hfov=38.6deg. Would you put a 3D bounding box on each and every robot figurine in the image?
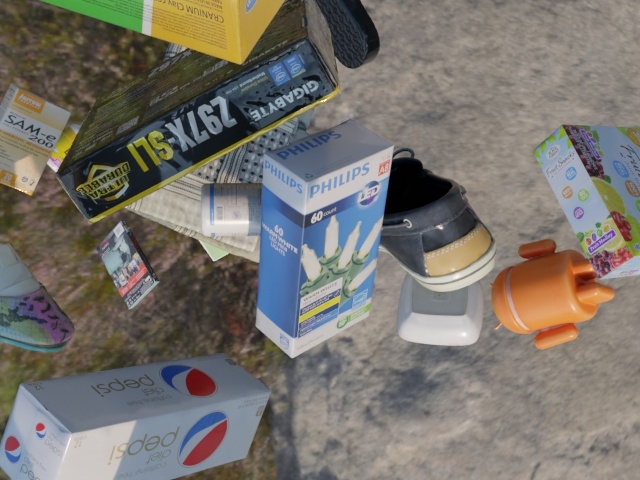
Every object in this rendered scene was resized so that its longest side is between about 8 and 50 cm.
[{"bbox_3d":[0.389,0.088,1.576,0.219,0.128,0.158,-20,107,38],"label":"robot figurine"}]

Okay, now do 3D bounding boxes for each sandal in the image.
[{"bbox_3d":[-0.001,-0.559,1.841,0.445,0.107,0.168,61,153,-6],"label":"sandal"}]

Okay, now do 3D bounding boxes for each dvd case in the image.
[{"bbox_3d":[-0.311,0.039,1.468,0.087,0.013,0.119,-42,74,36],"label":"dvd case"}]

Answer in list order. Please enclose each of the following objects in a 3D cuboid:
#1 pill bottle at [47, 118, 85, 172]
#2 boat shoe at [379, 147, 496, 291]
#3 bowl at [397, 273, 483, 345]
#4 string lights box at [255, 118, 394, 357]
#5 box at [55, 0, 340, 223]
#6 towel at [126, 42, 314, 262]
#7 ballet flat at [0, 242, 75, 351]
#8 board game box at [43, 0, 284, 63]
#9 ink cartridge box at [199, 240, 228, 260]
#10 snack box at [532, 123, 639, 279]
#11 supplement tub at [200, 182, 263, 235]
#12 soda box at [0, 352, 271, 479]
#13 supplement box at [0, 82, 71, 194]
[{"bbox_3d":[-0.345,-0.133,1.270,0.083,0.043,0.043,-43,70,-6],"label":"pill bottle"},{"bbox_3d":[0.119,-0.068,1.536,0.156,0.187,0.500,64,169,-24],"label":"boat shoe"},{"bbox_3d":[0.199,0.102,1.515,0.142,0.142,0.053,4,141,10],"label":"bowl"},{"bbox_3d":[0.000,0.000,1.075,0.077,0.133,0.259,38,139,34],"label":"string lights box"},{"bbox_3d":[-0.138,-0.170,1.080,0.322,0.257,0.079,-26,114,11],"label":"box"},{"bbox_3d":[-0.154,-0.148,1.502,0.056,0.324,0.312,13,82,46],"label":"towel"},{"bbox_3d":[-0.316,0.033,0.833,0.222,0.077,0.079,17,105,26],"label":"ballet flat"},{"bbox_3d":[-0.096,-0.290,0.677,0.242,0.316,0.064,21,149,13],"label":"board game box"},{"bbox_3d":[-0.154,-0.085,1.797,0.235,0.056,0.171,-27,106,19],"label":"ink cartridge box"},{"bbox_3d":[0.408,-0.056,1.241,0.070,0.175,0.207,-45,57,46],"label":"snack box"},{"bbox_3d":[-0.101,-0.040,1.185,0.107,0.071,0.070,0,95,-6],"label":"supplement tub"},{"bbox_3d":[-0.140,0.147,0.729,0.069,0.216,0.073,32,109,32],"label":"soda box"},{"bbox_3d":[-0.311,-0.105,0.951,0.036,0.062,0.098,33,97,57],"label":"supplement box"}]
